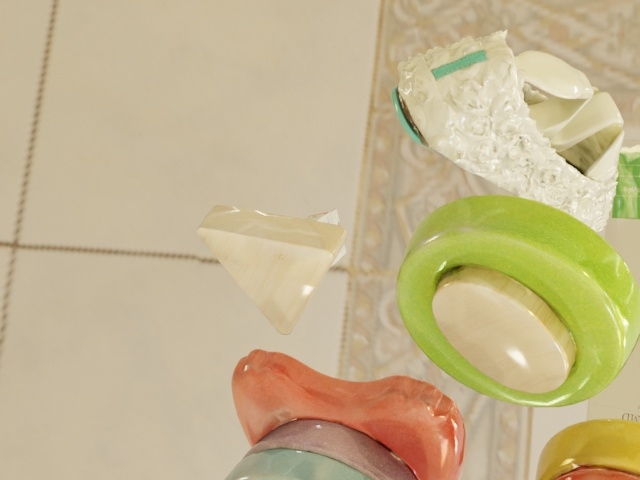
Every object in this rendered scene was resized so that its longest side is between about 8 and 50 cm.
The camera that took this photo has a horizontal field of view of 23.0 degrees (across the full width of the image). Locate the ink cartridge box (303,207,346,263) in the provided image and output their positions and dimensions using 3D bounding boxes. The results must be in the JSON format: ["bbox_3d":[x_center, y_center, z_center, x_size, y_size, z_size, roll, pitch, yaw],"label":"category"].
[{"bbox_3d":[0.000,0.000,1.931,0.029,0.115,0.062,-10,98,16],"label":"ink cartridge box"}]

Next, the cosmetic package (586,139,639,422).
[{"bbox_3d":[0.462,0.065,1.947,0.197,0.155,0.365,3,86,55],"label":"cosmetic package"}]

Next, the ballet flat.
[{"bbox_3d":[0.217,-0.100,1.505,0.147,0.409,0.147,-6,77,30],"label":"ballet flat"}]

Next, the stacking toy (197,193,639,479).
[{"bbox_3d":[0.053,0.122,0.865,0.309,0.279,0.130,1,41,30],"label":"stacking toy"}]
